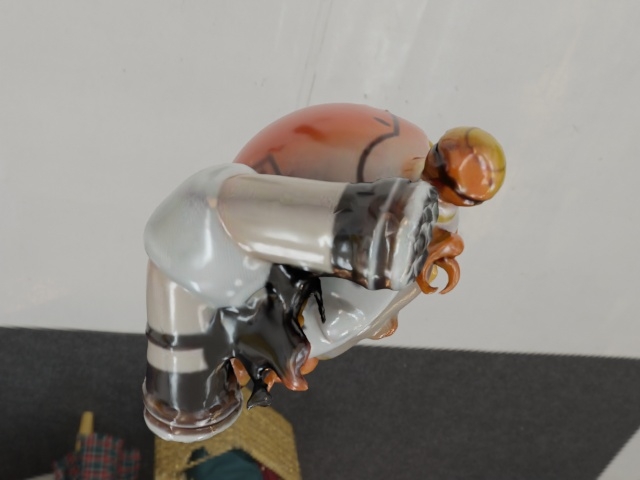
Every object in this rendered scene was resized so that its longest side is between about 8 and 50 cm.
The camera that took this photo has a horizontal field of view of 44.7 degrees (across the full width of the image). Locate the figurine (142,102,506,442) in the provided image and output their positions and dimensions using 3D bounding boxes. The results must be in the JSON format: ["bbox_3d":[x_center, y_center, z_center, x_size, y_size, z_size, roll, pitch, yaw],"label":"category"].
[{"bbox_3d":[-0.003,-0.003,0.620,0.320,0.323,0.196,-38,90,22],"label":"figurine"}]
